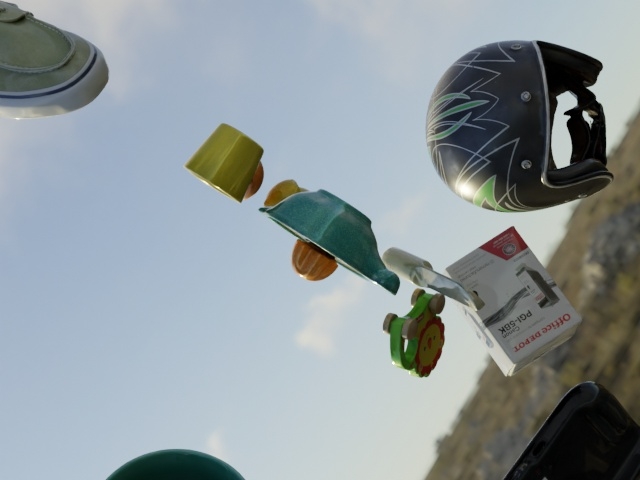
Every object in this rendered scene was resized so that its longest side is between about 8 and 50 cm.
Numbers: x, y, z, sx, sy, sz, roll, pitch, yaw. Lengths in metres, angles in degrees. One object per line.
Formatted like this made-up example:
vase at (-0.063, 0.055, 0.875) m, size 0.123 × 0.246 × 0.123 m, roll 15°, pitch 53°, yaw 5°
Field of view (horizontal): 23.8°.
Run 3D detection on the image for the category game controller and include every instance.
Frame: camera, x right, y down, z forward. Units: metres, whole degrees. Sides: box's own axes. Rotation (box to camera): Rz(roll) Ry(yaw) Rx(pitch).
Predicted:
game controller at (0.252, 0.312, 1.677) m, size 0.319 × 0.166 × 0.067 m, roll -51°, pitch 22°, yaw -17°

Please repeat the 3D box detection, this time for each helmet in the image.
helmet at (0.173, -0.102, 1.361) m, size 0.161 × 0.169 × 0.169 m, roll 5°, pitch -54°, yaw -33°

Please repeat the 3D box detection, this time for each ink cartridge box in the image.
ink cartridge box at (0.213, 0.068, 1.702) m, size 0.099 × 0.135 × 0.056 m, roll -32°, pitch -15°, yaw -12°

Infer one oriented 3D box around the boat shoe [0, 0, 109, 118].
boat shoe at (-0.349, -0.202, 1.550) m, size 0.109 × 0.302 × 0.094 m, roll -56°, pitch -35°, yaw -28°

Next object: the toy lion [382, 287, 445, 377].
toy lion at (0.105, 0.107, 1.629) m, size 0.100 × 0.034 × 0.096 m, roll -36°, pitch -49°, yaw -49°

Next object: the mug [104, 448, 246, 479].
mug at (-0.097, 0.244, 1.152) m, size 0.129 × 0.157 × 0.097 m, roll -48°, pitch -26°, yaw -34°

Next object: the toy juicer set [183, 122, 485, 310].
toy juicer set at (0.000, 0.000, 1.599) m, size 0.089 × 0.329 × 0.209 m, roll -58°, pitch 7°, yaw -3°
